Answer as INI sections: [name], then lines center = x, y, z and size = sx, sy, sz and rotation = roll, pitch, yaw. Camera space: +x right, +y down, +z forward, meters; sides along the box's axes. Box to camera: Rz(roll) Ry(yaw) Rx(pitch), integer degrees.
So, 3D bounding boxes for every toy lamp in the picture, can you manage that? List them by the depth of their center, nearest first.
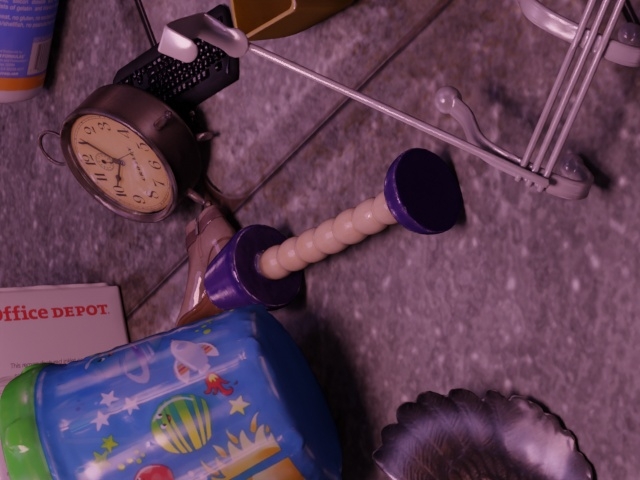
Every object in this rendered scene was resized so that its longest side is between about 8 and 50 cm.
[toy lamp]
center = 0.000, 0.000, 1.516
size = 0.275, 0.080, 0.080
rotation = -25, 73, 45

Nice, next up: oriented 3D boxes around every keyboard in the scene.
[keyboard]
center = -0.144, -0.143, 1.710
size = 0.192, 0.038, 0.100
rotation = -26, 72, 49

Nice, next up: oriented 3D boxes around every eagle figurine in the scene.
[eagle figurine]
center = 0.129, 0.270, 1.325
size = 0.226, 0.225, 0.298
rotation = -31, 25, 5

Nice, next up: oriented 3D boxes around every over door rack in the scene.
[over door rack]
center = 0.079, -0.195, 1.287
size = 0.324, 0.108, 0.239
rotation = 21, 116, 2

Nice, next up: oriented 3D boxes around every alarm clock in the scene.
[alarm clock]
center = -0.188, -0.084, 1.702
size = 0.192, 0.064, 0.129
rotation = 4, 131, 33

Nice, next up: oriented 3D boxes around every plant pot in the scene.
[plant pot]
center = -0.020, -0.213, 1.519
size = 0.081, 0.083, 0.081
rotation = -23, 74, 49

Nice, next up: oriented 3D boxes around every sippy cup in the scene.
[sippy cup]
center = -0.110, 0.170, 1.518
size = 0.224, 0.240, 0.305
rotation = -27, 56, 10

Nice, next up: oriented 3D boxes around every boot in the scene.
[boot]
center = -0.108, 0.027, 1.678
size = 0.118, 0.042, 0.087
rotation = -43, 54, 41

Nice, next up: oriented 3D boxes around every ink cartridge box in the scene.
[ink cartridge box]
center = -0.268, 0.169, 1.770
size = 0.100, 0.172, 0.237
rotation = -25, 73, 48

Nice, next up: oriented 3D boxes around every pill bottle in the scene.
[pill bottle]
center = -0.330, -0.287, 1.836
size = 0.152, 0.152, 0.272
rotation = 33, 117, 45
